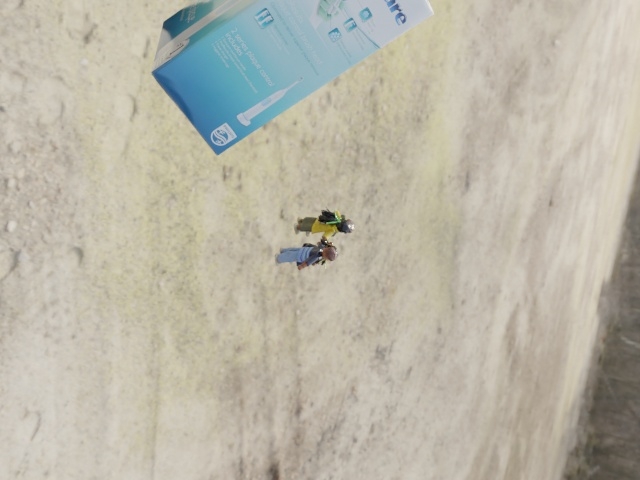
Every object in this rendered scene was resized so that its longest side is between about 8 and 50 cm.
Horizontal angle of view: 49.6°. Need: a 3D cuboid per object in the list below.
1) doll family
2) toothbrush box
[{"bbox_3d":[0.000,0.000,1.227,0.193,0.111,0.076,-65,145,-40],"label":"doll family"},{"bbox_3d":[-0.042,-0.266,0.828,0.126,0.295,0.216,53,13,-31],"label":"toothbrush box"}]
